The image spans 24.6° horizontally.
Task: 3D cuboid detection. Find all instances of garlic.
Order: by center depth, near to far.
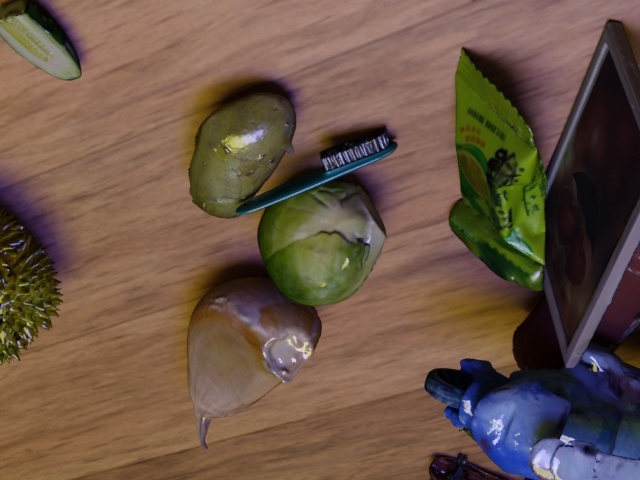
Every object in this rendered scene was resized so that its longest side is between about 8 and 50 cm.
[{"bbox_3d":[-0.090,0.137,1.788,0.145,0.164,0.245,14,143,-24],"label":"garlic"}]

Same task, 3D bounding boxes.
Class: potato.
[{"bbox_3d":[-0.092,-0.094,1.622,0.105,0.085,0.188,2,142,-19],"label":"potato"}]

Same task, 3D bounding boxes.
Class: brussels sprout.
[{"bbox_3d":[0.001,-0.001,1.658,0.155,0.155,0.117,-8,171,21],"label":"brussels sprout"}]

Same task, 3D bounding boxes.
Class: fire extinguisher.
[{"bbox_3d":[0.351,0.041,1.628,0.147,0.106,0.337,12,138,-20],"label":"fire extinguisher"}]

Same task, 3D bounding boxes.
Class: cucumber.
[{"bbox_3d":[-0.298,-0.217,1.586,0.067,0.035,0.107,-10,138,36],"label":"cucumber"}]

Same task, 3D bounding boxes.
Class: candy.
[{"bbox_3d":[0.191,-0.070,1.553,0.069,0.149,0.246,-30,139,-18],"label":"candy"}]

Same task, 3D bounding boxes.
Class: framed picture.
[{"bbox_3d":[0.277,-0.042,1.488,0.020,0.211,0.289,3,136,-12],"label":"framed picture"}]

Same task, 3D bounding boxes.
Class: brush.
[{"bbox_3d":[-0.008,-0.077,1.608,0.193,0.043,0.032,-22,111,5],"label":"brush"}]

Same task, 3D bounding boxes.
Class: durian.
[{"bbox_3d":[-0.464,0.048,1.769,0.291,0.224,0.291,-20,150,-12],"label":"durian"}]

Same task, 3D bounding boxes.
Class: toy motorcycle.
[{"bbox_3d":[0.287,0.193,1.578,0.319,0.182,0.241,13,164,-18],"label":"toy motorcycle"}]

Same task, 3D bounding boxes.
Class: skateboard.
[{"bbox_3d":[0.213,0.338,1.986,0.151,0.067,0.080,24,145,-1],"label":"skateboard"}]

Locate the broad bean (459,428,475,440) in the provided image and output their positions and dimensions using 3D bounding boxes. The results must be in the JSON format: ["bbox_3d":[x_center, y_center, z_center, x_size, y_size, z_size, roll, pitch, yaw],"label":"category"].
[{"bbox_3d":[0.327,0.222,1.839,0.318,0.056,0.098,-7,131,17],"label":"broad bean"}]
